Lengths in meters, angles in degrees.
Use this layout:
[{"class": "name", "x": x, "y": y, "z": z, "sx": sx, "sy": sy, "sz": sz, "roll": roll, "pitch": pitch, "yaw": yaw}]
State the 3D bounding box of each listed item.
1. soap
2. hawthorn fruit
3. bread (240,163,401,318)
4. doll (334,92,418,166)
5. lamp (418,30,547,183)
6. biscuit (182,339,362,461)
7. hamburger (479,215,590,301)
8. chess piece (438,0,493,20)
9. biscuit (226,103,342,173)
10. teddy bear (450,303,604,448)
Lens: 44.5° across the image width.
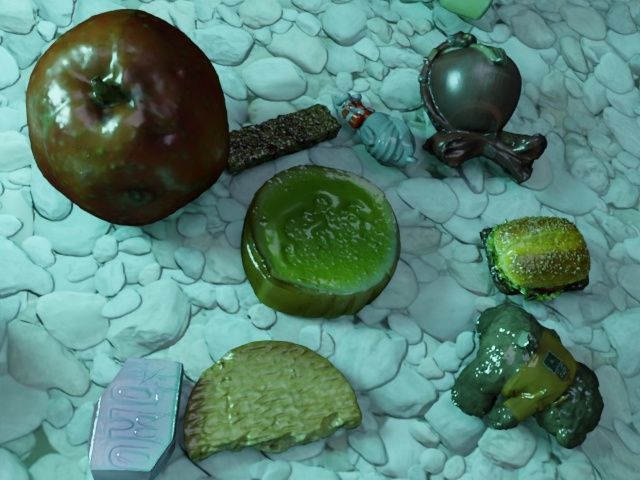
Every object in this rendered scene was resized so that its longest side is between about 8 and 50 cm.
[{"class": "soap", "x": -0.219, "y": 0.217, "z": 0.924, "sx": 0.100, "sy": 0.056, "sz": 0.149, "roll": 8, "pitch": 60, "yaw": -8}, {"class": "hawthorn fruit", "x": -0.247, "y": -0.159, "z": 1.005, "sx": 0.275, "sy": 0.300, "sz": 0.275, "roll": 0, "pitch": 82, "yaw": -1}, {"class": "bread", "x": 0.000, "y": 0.000, "z": 1.096, "sx": 0.236, "sy": 0.070, "sz": 0.236, "roll": 7, "pitch": 61, "yaw": -12}, {"class": "doll", "x": 0.090, "y": -0.171, "z": 1.217, "sx": 0.094, "sy": 0.079, "sz": 0.180, "roll": -8, "pitch": 47, "yaw": -45}, {"class": "lamp", "x": 0.255, "y": -0.216, "z": 1.253, "sx": 0.215, "sy": 0.151, "sz": 0.223, "roll": 6, "pitch": 103, "yaw": -5}, {"class": "biscuit", "x": -0.069, "y": 0.197, "z": 0.988, "sx": 0.224, "sy": 0.033, "sz": 0.144, "roll": -9, "pitch": 62, "yaw": -20}, {"class": "hamburger", "x": 0.328, "y": 0.024, "z": 1.158, "sx": 0.166, "sy": 0.087, "sz": 0.137, "roll": -3, "pitch": 63, "yaw": -17}, {"class": "chess piece", "x": 0.109, "y": -0.541, "z": 1.354, "sx": 0.442, "sy": 0.234, "sz": 0.234, "roll": 22, "pitch": 58, "yaw": -8}, {"class": "biscuit", "x": -0.063, "y": -0.157, "z": 1.186, "sx": 0.199, "sy": 0.034, "sz": 0.064, "roll": -24, "pitch": 71, "yaw": -25}, {"class": "teddy bear", "x": 0.288, "y": 0.182, "z": 1.039, "sx": 0.190, "sy": 0.140, "sz": 0.177, "roll": 36, "pitch": 56, "yaw": -3}]
